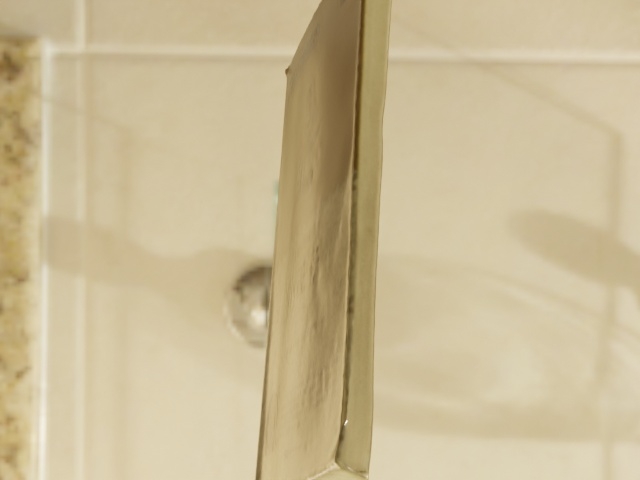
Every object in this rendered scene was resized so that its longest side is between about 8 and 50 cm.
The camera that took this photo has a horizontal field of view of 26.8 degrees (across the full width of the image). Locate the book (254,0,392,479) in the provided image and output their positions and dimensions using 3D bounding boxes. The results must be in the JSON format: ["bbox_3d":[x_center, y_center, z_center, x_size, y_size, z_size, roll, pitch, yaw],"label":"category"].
[{"bbox_3d":[0.000,0.000,0.519,0.138,0.016,0.199,131,-36,-69],"label":"book"}]
